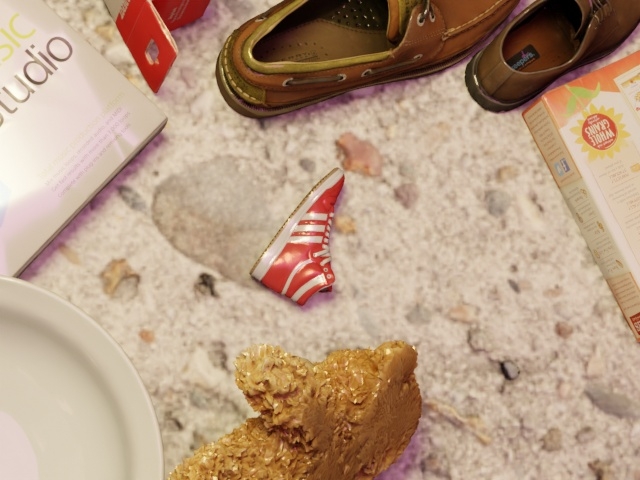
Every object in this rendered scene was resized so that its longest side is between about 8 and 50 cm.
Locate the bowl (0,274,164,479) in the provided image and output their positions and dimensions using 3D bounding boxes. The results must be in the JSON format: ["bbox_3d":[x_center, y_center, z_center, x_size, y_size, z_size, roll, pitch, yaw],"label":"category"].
[{"bbox_3d":[-0.274,0.179,1.444,0.297,0.134,0.298,2,79,-11],"label":"bowl"}]

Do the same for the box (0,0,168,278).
[{"bbox_3d":[-0.319,-0.125,1.534,0.322,0.058,0.232,42,73,-1],"label":"box"}]

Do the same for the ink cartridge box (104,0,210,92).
[{"bbox_3d":[-0.149,-0.252,1.556,0.078,0.134,0.231,-25,86,-16],"label":"ink cartridge box"}]

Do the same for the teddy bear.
[{"bbox_3d":[-0.055,0.191,1.441,0.113,0.245,0.338,20,61,30],"label":"teddy bear"}]

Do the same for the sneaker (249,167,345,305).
[{"bbox_3d":[0.000,0.000,1.587,0.067,0.042,0.118,37,81,1],"label":"sneaker"}]

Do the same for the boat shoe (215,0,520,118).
[{"bbox_3d":[0.060,-0.190,1.605,0.307,0.104,0.111,-29,86,-16],"label":"boat shoe"}]

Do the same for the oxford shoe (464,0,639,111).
[{"bbox_3d":[0.233,-0.199,1.651,0.227,0.096,0.083,-42,88,-18],"label":"oxford shoe"}]

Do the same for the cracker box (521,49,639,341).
[{"bbox_3d":[0.301,-0.048,1.651,0.155,0.067,0.232,-25,84,-15],"label":"cracker box"}]
